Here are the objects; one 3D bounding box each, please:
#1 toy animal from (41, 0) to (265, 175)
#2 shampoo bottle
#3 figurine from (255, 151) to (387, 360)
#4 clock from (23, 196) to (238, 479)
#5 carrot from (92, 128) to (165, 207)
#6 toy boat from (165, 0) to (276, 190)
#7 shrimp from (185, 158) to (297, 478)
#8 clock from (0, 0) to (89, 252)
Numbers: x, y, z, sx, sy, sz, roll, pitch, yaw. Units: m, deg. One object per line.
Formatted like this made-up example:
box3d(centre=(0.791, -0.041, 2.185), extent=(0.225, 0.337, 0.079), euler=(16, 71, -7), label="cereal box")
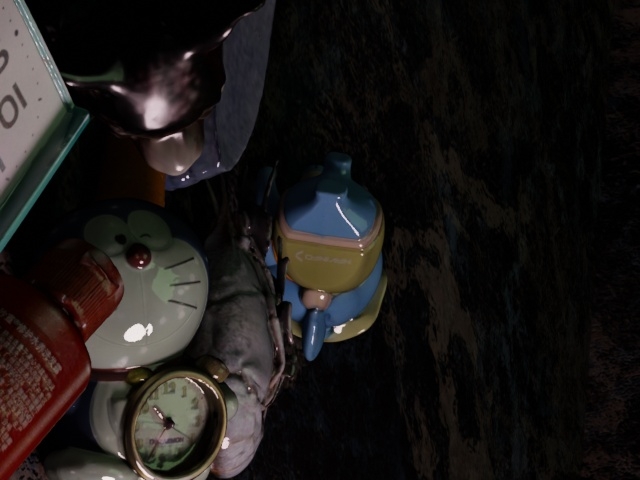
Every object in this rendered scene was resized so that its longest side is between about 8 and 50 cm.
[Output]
box3d(centre=(-0.154, -0.211, 1.337), extent=(0.303, 0.194, 0.344), euler=(-121, -162, -71), label="toy animal")
box3d(centre=(-0.250, 0.113, 1.217), extent=(0.118, 0.076, 0.314), euler=(43, 45, -6), label="shampoo bottle")
box3d(centre=(0.004, 0.001, 1.844), extent=(0.262, 0.153, 0.180), euler=(95, -25, -45), label="figurine")
box3d(centre=(-0.169, 0.086, 1.426), extent=(0.199, 0.146, 0.243), euler=(-4, 96, -32), label="clock")
box3d(centre=(-0.170, -0.065, 1.556), extent=(0.067, 0.067, 0.225), euler=(49, 41, -57), label="carrot")
box3d(centre=(-0.109, -0.173, 1.708), extent=(0.127, 0.078, 0.283), euler=(61, 32, -54), label="toy boat")
box3d(centre=(-0.083, 0.069, 1.683), extent=(0.145, 0.116, 0.343), euler=(52, 35, -54), label="shrimp")
box3d(centre=(-0.292, -0.070, 1.140), extent=(0.262, 0.116, 0.231), euler=(-59, 149, -28), label="clock")
